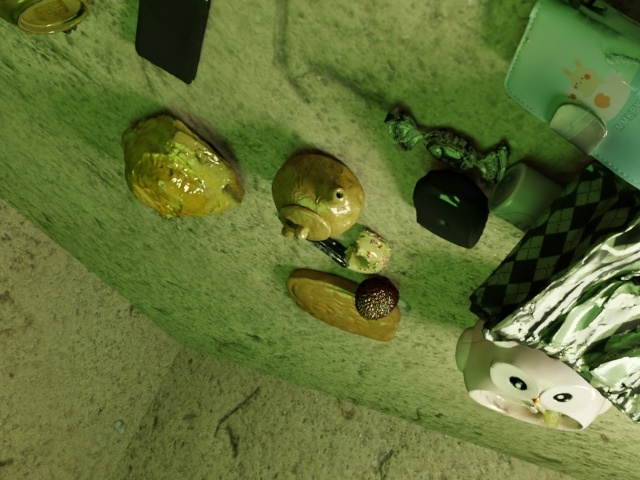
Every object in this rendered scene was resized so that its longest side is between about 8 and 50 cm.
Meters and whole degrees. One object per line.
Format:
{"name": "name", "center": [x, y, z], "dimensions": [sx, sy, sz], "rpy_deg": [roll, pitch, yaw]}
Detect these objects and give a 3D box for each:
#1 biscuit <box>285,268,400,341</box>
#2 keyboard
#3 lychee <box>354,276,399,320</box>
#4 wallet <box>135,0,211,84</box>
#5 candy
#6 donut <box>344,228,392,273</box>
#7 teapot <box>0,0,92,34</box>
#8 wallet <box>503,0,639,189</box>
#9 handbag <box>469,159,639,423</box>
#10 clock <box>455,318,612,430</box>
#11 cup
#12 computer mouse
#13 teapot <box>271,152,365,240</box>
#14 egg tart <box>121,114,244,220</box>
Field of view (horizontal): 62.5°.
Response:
{"name": "biscuit", "center": [0.069, 0.222, 1.728], "dimensions": [0.385, 0.062, 0.365], "rpy_deg": [18, 154, 13]}
{"name": "keyboard", "center": [0.000, 0.000, 1.423], "dimensions": [0.250, 0.017, 0.087], "rpy_deg": [37, 152, -22]}
{"name": "lychee", "center": [0.155, 0.163, 1.482], "dimensions": [0.123, 0.123, 0.129], "rpy_deg": [26, 118, -3]}
{"name": "wallet", "center": [-0.265, -0.380, 0.931], "dimensions": [0.124, 0.025, 0.244], "rpy_deg": [29, 155, -9]}
{"name": "candy", "center": [0.213, -0.162, 0.902], "dimensions": [0.226, 0.051, 0.094], "rpy_deg": [23, 151, 4]}
{"name": "donut", "center": [0.122, 0.040, 1.337], "dimensions": [0.108, 0.065, 0.166], "rpy_deg": [25, 154, -3]}
{"name": "teapot", "center": [-0.470, -0.446, 0.866], "dimensions": [0.269, 0.173, 0.183], "rpy_deg": [-172, 57, -82]}
{"name": "wallet", "center": [0.349, -0.179, 0.631], "dimensions": [0.250, 0.075, 0.176], "rpy_deg": [43, 164, 18]}
{"name": "handbag", "center": [0.479, 0.108, 0.866], "dimensions": [0.416, 0.180, 0.317], "rpy_deg": [31, 112, -25]}
{"name": "clock", "center": [0.510, 0.274, 1.238], "dimensions": [0.368, 0.251, 0.377], "rpy_deg": [15, 159, 17]}
{"name": "cup", "center": [0.362, -0.052, 0.917], "dimensions": [0.133, 0.099, 0.136], "rpy_deg": [28, 142, -9]}
{"name": "computer mouse", "center": [0.250, -0.069, 0.997], "dimensions": [0.137, 0.086, 0.270], "rpy_deg": [29, 172, 20]}
{"name": "teapot", "center": [-0.023, -0.069, 1.144], "dimensions": [0.203, 0.167, 0.311], "rpy_deg": [32, 154, -15]}
{"name": "egg tart", "center": [-0.352, -0.147, 1.306], "dimensions": [0.351, 0.153, 0.339], "rpy_deg": [5, 151, 36]}
